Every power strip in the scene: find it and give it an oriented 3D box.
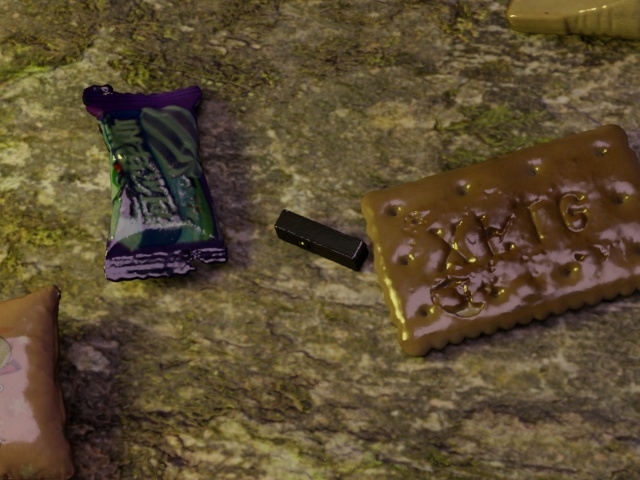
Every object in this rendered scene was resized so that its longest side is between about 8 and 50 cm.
[{"bbox_3d":[0.000,0.000,1.679,0.111,0.038,0.029,23,70,19],"label":"power strip"}]

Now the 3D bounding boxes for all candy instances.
[{"bbox_3d":[-0.197,-0.078,1.732,0.145,0.070,0.275,-8,61,-5],"label":"candy"}]

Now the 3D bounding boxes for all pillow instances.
[{"bbox_3d":[-0.385,0.170,1.623,0.236,0.084,0.223,-8,70,9],"label":"pillow"}]

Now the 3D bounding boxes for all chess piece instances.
[{"bbox_3d":[0.372,-0.291,1.735,0.300,0.137,0.137,5,64,23],"label":"chess piece"}]

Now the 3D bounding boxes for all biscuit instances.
[{"bbox_3d":[0.218,-0.005,1.648,0.324,0.044,0.217,-15,64,1],"label":"biscuit"}]
